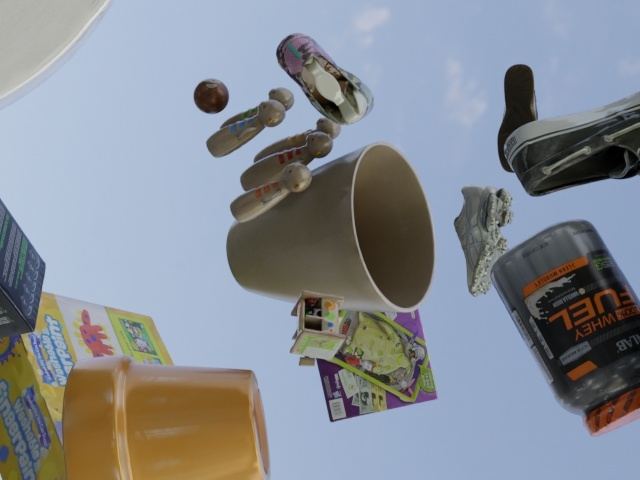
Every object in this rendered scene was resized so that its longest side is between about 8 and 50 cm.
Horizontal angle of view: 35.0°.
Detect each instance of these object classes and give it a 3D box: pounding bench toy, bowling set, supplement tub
[{"bbox_3d":[-0.009,0.105,1.203,0.083,0.052,0.065,119,-23,-50],"label":"pounding bench toy"},{"bbox_3d":[-0.083,-0.169,1.493,0.154,0.287,0.199,-28,-71,15],"label":"bowling set"},{"bbox_3d":[0.256,0.085,0.979,0.117,0.117,0.190,-48,-120,44],"label":"supplement tub"}]

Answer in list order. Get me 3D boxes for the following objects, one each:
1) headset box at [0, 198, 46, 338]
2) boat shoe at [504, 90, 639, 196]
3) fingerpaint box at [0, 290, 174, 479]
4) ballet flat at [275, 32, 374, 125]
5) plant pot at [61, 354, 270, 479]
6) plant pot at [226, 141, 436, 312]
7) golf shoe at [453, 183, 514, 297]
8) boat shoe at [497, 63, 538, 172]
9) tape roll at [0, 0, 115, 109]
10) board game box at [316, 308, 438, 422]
[{"bbox_3d":[-0.528,0.024,1.325,0.283,0.247,0.131,69,12,-46],"label":"headset box"},{"bbox_3d":[0.292,-0.091,0.984,0.077,0.219,0.070,79,-6,-56],"label":"boat shoe"},{"bbox_3d":[-0.408,0.314,1.823,0.163,0.371,0.444,-47,-126,18],"label":"fingerpaint box"},{"bbox_3d":[0.018,-0.209,1.423,0.077,0.221,0.079,-40,-128,10],"label":"ballet flat"},{"bbox_3d":[-0.156,0.217,1.093,0.205,0.188,0.205,-9,90,-88],"label":"plant pot"},{"bbox_3d":[0.000,0.000,1.570,0.274,0.256,0.256,-11,-91,32],"label":"plant pot"},{"bbox_3d":[0.238,-0.004,1.533,0.086,0.069,0.176,27,-62,43],"label":"golf shoe"},{"bbox_3d":[0.276,-0.164,1.394,0.056,0.049,0.152,5,-97,24],"label":"boat shoe"},{"bbox_3d":[-0.299,-0.253,0.629,0.072,0.392,0.391,-168,-109,-75],"label":"tape roll"},{"bbox_3d":[0.082,0.146,1.884,0.056,0.208,0.346,25,53,-84],"label":"board game box"}]
